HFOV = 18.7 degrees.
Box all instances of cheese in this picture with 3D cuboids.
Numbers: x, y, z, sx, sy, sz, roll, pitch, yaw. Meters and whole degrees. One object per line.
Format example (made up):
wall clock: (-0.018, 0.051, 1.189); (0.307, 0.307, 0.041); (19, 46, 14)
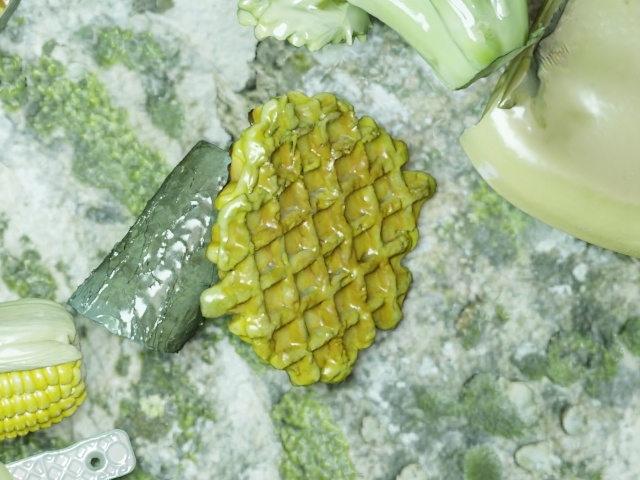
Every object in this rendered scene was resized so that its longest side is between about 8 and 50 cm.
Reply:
cheese: (-0.282, 0.214, 1.650); (0.255, 0.050, 0.127); (-19, 88, -10)
cheese: (0.307, -0.104, 1.718); (0.316, 0.128, 0.259); (28, 91, 0)

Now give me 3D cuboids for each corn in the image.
corn: (-0.345, 0.119, 1.602); (0.305, 0.123, 0.122); (-9, 111, -12)

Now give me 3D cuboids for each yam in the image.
yam: (-0.120, 0.012, 1.657); (0.107, 0.107, 0.183); (36, 81, -5)

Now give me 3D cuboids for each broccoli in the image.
broccoli: (0.076, -0.264, 1.584); (0.348, 0.293, 0.281); (-33, 86, 10)

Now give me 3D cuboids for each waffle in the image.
waffle: (0.000, 0.000, 1.652); (0.243, 0.059, 0.237); (32, 73, -40)

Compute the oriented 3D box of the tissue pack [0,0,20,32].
tissue pack: (-0.362, -0.245, 1.644); (0.226, 0.092, 0.183); (33, 82, -7)
